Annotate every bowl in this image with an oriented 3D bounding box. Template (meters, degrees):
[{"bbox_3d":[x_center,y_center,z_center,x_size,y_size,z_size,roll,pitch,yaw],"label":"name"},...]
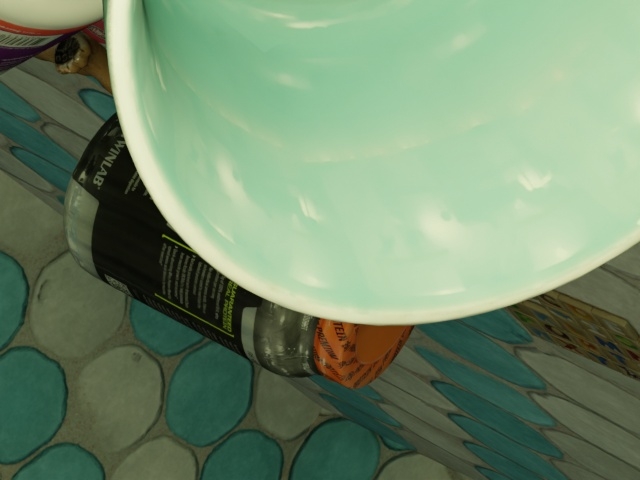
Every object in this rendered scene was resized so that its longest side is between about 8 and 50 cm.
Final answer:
[{"bbox_3d":[0.041,-0.140,0.711,0.311,0.311,0.163,40,-171,-41],"label":"bowl"}]

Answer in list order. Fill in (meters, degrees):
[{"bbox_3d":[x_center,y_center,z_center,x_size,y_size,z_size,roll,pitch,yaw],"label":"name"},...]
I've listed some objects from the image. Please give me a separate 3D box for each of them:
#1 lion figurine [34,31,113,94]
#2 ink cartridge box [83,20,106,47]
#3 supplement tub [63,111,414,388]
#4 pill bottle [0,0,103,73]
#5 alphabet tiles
[{"bbox_3d":[-0.167,-0.167,1.601,0.392,0.142,0.240,41,-173,41],"label":"lion figurine"},{"bbox_3d":[-0.059,-0.148,1.371,0.237,0.100,0.172,35,169,-29],"label":"ink cartridge box"},{"bbox_3d":[-0.071,0.004,1.848,0.338,0.207,0.207,27,169,24],"label":"supplement tub"},{"bbox_3d":[-0.239,-0.204,1.255,0.181,0.181,0.323,35,158,-22],"label":"pill bottle"},{"bbox_3d":[0.273,0.095,1.860,0.237,0.009,0.198,24,168,37],"label":"alphabet tiles"}]
